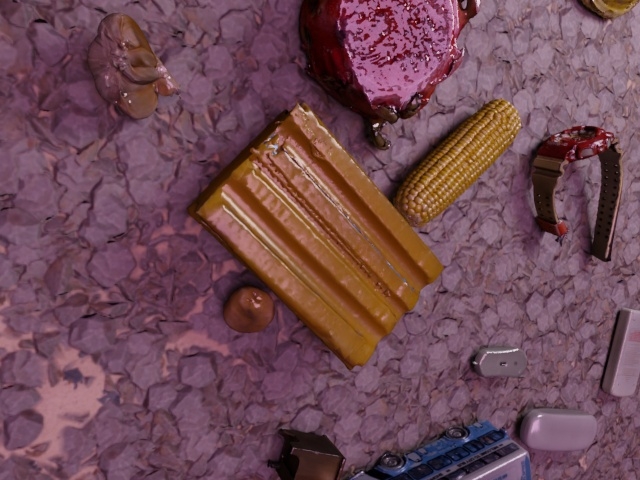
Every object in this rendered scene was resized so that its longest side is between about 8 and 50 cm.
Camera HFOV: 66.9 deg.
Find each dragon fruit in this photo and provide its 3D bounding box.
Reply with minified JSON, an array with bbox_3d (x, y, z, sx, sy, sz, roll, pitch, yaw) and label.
[{"bbox_3d":[0.094,-0.263,0.637,0.211,0.147,0.281,-17,103,-22],"label":"dragon fruit"}]

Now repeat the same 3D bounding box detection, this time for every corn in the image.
[{"bbox_3d":[0.209,-0.118,0.746,0.248,0.081,0.081,-43,112,-13],"label":"corn"}]

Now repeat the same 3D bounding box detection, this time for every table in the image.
[{"bbox_3d":[-0.024,0.325,0.704,0.082,0.083,0.070,20,86,-19],"label":"table"}]

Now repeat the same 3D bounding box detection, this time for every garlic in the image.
[{"bbox_3d":[-0.219,-0.192,0.542,0.074,0.094,0.113,-5,110,17],"label":"garlic"}]

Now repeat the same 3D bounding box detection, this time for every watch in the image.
[{"bbox_3d":[0.465,-0.069,0.875,0.165,0.102,0.268,-15,113,-15],"label":"watch"}]

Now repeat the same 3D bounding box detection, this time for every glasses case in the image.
[{"bbox_3d":[0.472,0.373,0.955,0.197,0.049,0.076,11,92,-26],"label":"glasses case"}]

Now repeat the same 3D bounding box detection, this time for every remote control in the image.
[{"bbox_3d":[0.652,0.239,1.030,0.088,0.029,0.189,10,93,-25],"label":"remote control"}]

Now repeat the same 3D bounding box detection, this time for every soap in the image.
[{"bbox_3d":[0.000,0.000,0.658,0.204,0.096,0.324,-48,113,-12],"label":"soap"}]

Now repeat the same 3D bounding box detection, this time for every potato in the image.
[{"bbox_3d":[-0.093,0.090,0.642,0.068,0.083,0.062,-10,77,-22],"label":"potato"}]

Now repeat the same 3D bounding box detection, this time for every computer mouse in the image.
[{"bbox_3d":[0.317,0.217,0.872,0.111,0.032,0.055,3,95,-15],"label":"computer mouse"}]

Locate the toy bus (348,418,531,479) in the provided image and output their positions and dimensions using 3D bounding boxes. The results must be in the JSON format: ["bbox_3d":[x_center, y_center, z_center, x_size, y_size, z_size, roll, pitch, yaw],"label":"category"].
[{"bbox_3d":[0.195,0.401,0.787,0.298,0.131,0.106,-12,101,-23],"label":"toy bus"}]

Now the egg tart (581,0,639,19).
[{"bbox_3d":[0.526,-0.488,0.844,0.192,0.074,0.191,-3,97,-26],"label":"egg tart"}]
